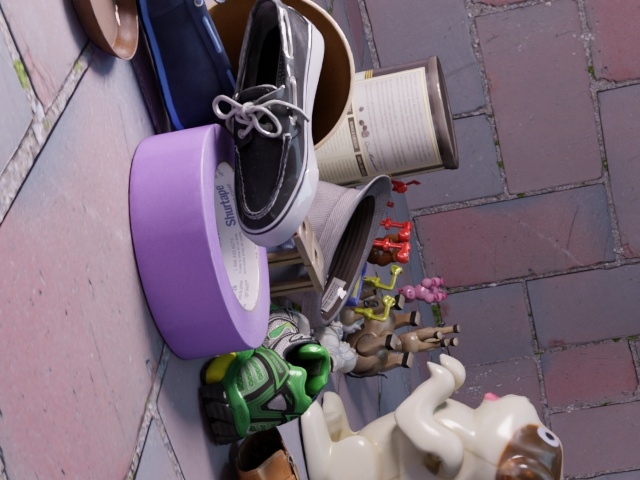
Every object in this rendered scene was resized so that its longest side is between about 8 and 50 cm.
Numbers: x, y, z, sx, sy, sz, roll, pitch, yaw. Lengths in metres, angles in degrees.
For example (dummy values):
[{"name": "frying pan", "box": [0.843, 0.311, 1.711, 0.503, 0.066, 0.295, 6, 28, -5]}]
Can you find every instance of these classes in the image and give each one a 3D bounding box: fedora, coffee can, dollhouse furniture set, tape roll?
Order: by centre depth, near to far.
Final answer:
[{"name": "tape roll", "box": [-0.140, 0.002, 1.509, 0.275, 0.090, 0.274, -11, 90, -80]}, {"name": "dollhouse furniture set", "box": [-0.073, -0.027, 1.783, 0.129, 0.129, 0.183, 69, 16, -47]}, {"name": "fedora", "box": [0.000, 0.000, 2.017, 0.244, 0.124, 0.275, -22, 133, -68]}, {"name": "coffee can", "box": [0.089, -0.199, 2.198, 0.201, 0.275, 0.201, -10, 90, -80]}]

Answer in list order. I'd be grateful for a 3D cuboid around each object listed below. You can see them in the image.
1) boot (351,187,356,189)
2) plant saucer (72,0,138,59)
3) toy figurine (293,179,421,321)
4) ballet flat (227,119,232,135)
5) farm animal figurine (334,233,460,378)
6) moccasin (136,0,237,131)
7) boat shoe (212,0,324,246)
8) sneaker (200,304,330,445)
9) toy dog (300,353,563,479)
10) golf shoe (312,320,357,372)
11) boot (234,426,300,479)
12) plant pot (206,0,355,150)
[{"name": "boot", "box": [0.033, -0.133, 2.575, 0.248, 0.090, 0.206, 74, 9, -47]}, {"name": "plant saucer", "box": [-0.244, -0.280, 1.386, 0.168, 0.029, 0.168, -10, 90, -79]}, {"name": "toy figurine", "box": [0.066, 0.066, 2.296, 0.217, 0.191, 0.362, 88, 11, -50]}, {"name": "ballet flat", "box": [-0.116, -0.159, 1.954, 0.049, 0.057, 0.173, -57, 161, -5]}, {"name": "farm animal figurine", "box": [0.127, 0.166, 2.593, 0.330, 0.172, 0.326, 60, 37, -25]}, {"name": "moccasin", "box": [-0.167, -0.302, 1.524, 0.137, 0.117, 0.342, -118, -166, -57]}, {"name": "boat shoe", "box": [-0.062, -0.147, 1.488, 0.105, 0.113, 0.306, 35, 60, -51]}, {"name": "sneaker", "box": [-0.049, 0.174, 1.675, 0.343, 0.146, 0.134, -68, 146, -73]}, {"name": "toy dog", "box": [0.202, 0.384, 2.099, 0.284, 0.408, 0.395, 44, 37, -72]}, {"name": "golf shoe", "box": [0.016, 0.213, 2.280, 0.176, 0.069, 0.086, 60, 42, -54]}, {"name": "boot", "box": [-0.048, 0.380, 1.573, 0.283, 0.109, 0.220, -81, 159, -67]}, {"name": "plant pot", "box": [-0.081, -0.195, 1.745, 0.254, 0.237, 0.237, 113, -31, -81]}]
